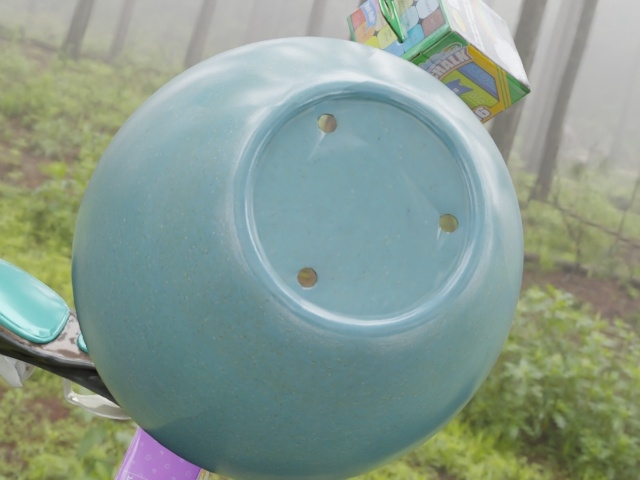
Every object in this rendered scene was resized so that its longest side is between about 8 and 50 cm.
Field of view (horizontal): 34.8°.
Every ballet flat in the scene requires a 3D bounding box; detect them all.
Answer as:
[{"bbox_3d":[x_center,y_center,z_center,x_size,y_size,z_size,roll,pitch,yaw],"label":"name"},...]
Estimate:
[{"bbox_3d":[-0.249,0.109,0.975,0.280,0.096,0.095,27,23,-1],"label":"ballet flat"}]

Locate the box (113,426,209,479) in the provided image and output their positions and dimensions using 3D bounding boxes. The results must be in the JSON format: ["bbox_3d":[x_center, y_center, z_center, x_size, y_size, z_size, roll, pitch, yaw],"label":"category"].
[{"bbox_3d":[-0.151,0.270,0.794,0.057,0.201,0.293,22,-26,2],"label":"box"}]

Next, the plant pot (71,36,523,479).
[{"bbox_3d":[0.000,0.000,0.599,0.290,0.290,0.195,16,-14,-9],"label":"plant pot"}]

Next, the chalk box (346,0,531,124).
[{"bbox_3d":[0.124,-0.230,1.206,0.132,0.132,0.213,-34,-41,31],"label":"chalk box"}]
